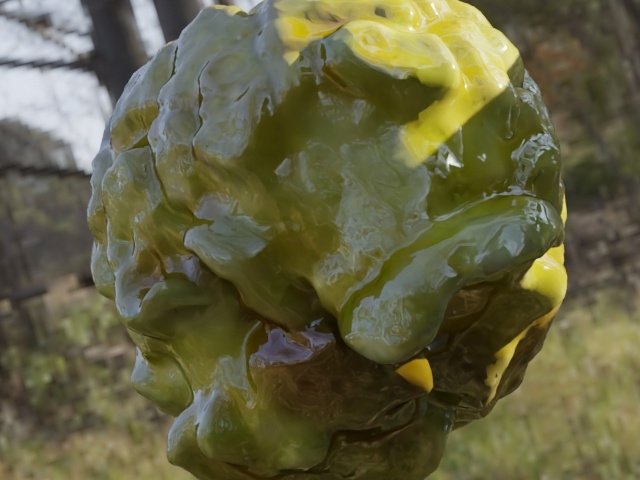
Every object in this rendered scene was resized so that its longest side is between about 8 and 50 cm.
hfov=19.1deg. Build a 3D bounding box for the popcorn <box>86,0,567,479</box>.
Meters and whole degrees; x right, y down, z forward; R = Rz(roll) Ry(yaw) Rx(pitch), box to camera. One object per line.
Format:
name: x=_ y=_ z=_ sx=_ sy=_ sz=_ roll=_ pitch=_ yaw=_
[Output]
popcorn: x=0.006 y=0.007 z=0.786 sx=0.181 sy=0.217 sz=0.235 roll=1 pitch=-57 yaw=-38
